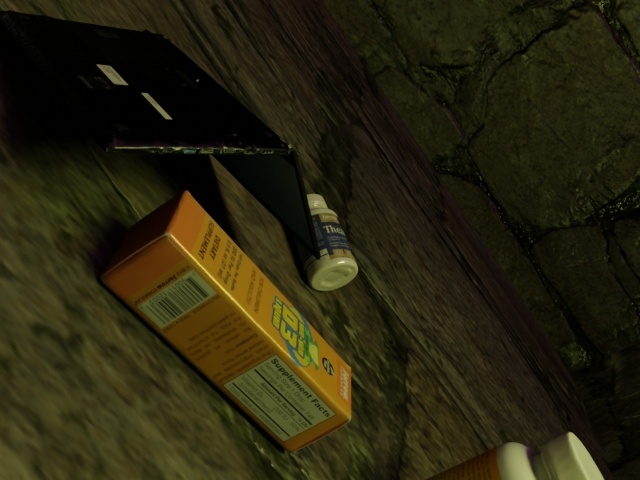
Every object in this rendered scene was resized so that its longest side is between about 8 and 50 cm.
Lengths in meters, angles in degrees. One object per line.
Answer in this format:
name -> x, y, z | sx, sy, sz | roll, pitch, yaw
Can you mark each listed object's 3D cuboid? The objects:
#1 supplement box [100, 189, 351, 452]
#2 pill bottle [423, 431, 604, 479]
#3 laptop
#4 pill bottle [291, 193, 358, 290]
supplement box -> -0.068, 0.074, 0.564 | 0.233, 0.080, 0.078 | 51, 20, -24
pill bottle -> 0.168, 0.268, 0.644 | 0.117, 0.209, 0.117 | 49, 20, -25
laptop -> -0.139, -0.090, 0.624 | 0.265, 0.136, 0.234 | -7, 40, -44
pill bottle -> 0.000, 0.000, 0.872 | 0.067, 0.067, 0.120 | 32, 31, -53
